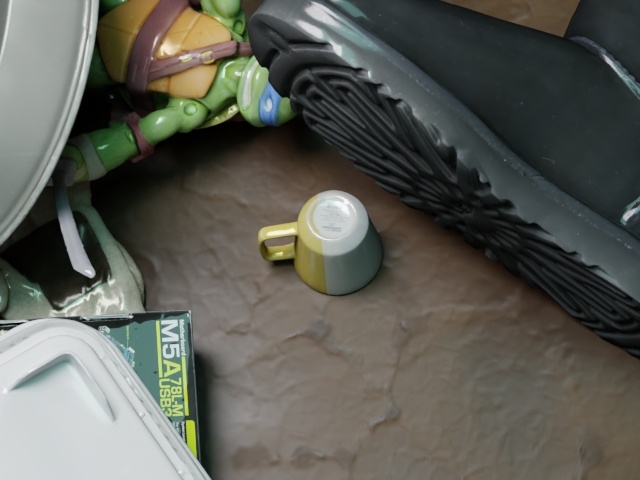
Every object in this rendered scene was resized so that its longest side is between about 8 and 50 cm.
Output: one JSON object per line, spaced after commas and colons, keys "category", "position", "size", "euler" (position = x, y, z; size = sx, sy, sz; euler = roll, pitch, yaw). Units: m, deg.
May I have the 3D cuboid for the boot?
{"category": "boot", "position": [0.207, -0.199, 1.231], "size": [0.367, 0.146, 0.445], "euler": [37, 75, -15]}

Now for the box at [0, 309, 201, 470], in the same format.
{"category": "box", "position": [-0.168, 0.143, 1.180], "size": [0.184, 0.045, 0.190], "euler": [-3, 75, -10]}

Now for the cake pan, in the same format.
{"category": "cake pan", "position": [-0.251, -0.122, 1.214], "size": [0.293, 0.054, 0.293], "euler": [-17, 66, 45]}

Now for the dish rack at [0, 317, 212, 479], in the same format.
{"category": "dish rack", "position": [-0.164, 0.218, 1.073], "size": [0.285, 0.072, 0.333], "euler": [-31, 77, -24]}

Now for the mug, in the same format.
{"category": "mug", "position": [0.004, 0.001, 1.247], "size": [0.078, 0.064, 0.062], "euler": [-35, 69, -10]}

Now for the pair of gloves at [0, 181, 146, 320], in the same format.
{"category": "pair of gloves", "position": [-0.232, 0.072, 1.245], "size": [0.240, 0.042, 0.204], "euler": [-23, 67, -5]}

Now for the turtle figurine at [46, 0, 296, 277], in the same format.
{"category": "turtle figurine", "position": [-0.157, -0.145, 1.232], "size": [0.266, 0.198, 0.275], "euler": [21, 33, 29]}
